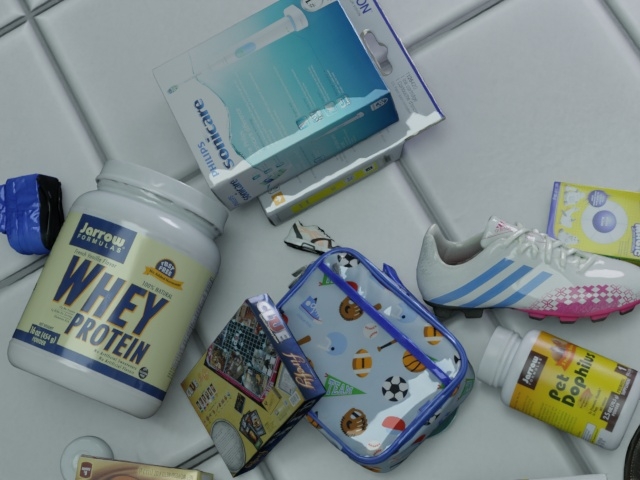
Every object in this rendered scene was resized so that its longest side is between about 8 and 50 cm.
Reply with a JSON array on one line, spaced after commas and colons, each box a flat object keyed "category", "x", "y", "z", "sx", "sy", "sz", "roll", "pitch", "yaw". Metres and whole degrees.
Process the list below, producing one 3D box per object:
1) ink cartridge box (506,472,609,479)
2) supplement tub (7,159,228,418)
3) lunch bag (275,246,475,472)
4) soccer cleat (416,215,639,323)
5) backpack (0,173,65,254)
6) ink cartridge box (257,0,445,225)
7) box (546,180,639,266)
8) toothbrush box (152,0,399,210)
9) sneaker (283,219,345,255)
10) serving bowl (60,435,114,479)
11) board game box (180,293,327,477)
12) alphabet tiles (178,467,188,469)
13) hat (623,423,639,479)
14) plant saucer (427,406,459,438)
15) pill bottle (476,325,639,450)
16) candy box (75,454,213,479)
[{"category": "ink cartridge box", "x": 0.281, "y": 0.368, "z": 1.656, "sx": 0.212, "sy": 0.154, "sz": 0.093, "roll": -7, "pitch": 74, "yaw": 7}, {"category": "supplement tub", "x": -0.286, "y": 0.071, "z": 1.792, "sx": 0.235, "sy": 0.235, "sz": 0.325, "roll": 19, "pitch": 79, "yaw": 14}, {"category": "lunch bag", "x": 0.057, "y": 0.159, "z": 1.758, "sx": 0.243, "sy": 0.115, "sz": 0.303, "roll": -46, "pitch": 65, "yaw": -2}, {"category": "soccer cleat", "x": 0.298, "y": 0.035, "z": 1.743, "sx": 0.331, "sy": 0.116, "sz": 0.143, "roll": -1, "pitch": 112, "yaw": 10}, {"category": "backpack", "x": -0.451, "y": -0.035, "z": 1.926, "sx": 0.101, "sy": 0.098, "sz": 0.120, "roll": -10, "pitch": 86, "yaw": 16}, {"category": "ink cartridge box", "x": -0.008, "y": -0.225, "z": 1.918, "sx": 0.307, "sy": 0.072, "sz": 0.304, "roll": -27, "pitch": 71, "yaw": 0}, {"category": "box", "x": 0.422, "y": -0.021, "z": 1.799, "sx": 0.179, "sy": 0.043, "sz": 0.105, "roll": 8, "pitch": 77, "yaw": 10}, {"category": "toothbrush box", "x": -0.065, "y": -0.214, "z": 1.824, "sx": 0.295, "sy": 0.126, "sz": 0.216, "roll": -29, "pitch": 72, "yaw": 1}, {"category": "sneaker", "x": 0.000, "y": 0.000, "z": 1.866, "sx": 0.109, "sy": 0.040, "sz": 0.044, "roll": 18, "pitch": 76, "yaw": 14}, {"category": "serving bowl", "x": -0.351, "y": 0.331, "z": 1.841, "sx": 0.083, "sy": 0.027, "sz": 0.083, "roll": -2, "pitch": 75, "yaw": 9}, {"category": "board game box", "x": -0.099, "y": 0.207, "z": 1.738, "sx": 0.042, "sy": 0.243, "sz": 0.165, "roll": -17, "pitch": 67, "yaw": -40}, {"category": "alphabet tiles", "x": -0.239, "y": 0.478, "z": 1.785, "sx": 0.278, "sy": 0.021, "sz": 0.284, "roll": -9, "pitch": 73, "yaw": 7}, {"category": "hat", "x": 0.574, "y": 0.307, "z": 1.633, "sx": 0.331, "sy": 0.134, "sz": 0.331, "roll": -2, "pitch": 75, "yaw": 10}, {"category": "plant saucer", "x": 0.142, "y": 0.230, "z": 1.787, "sx": 0.119, "sy": 0.021, "sz": 0.119, "roll": -3, "pitch": 74, "yaw": 9}, {"category": "pill bottle", "x": 0.330, "y": 0.197, "z": 1.713, "sx": 0.215, "sy": 0.117, "sz": 0.117, "roll": 22, "pitch": 80, "yaw": 15}, {"category": "candy box", "x": -0.267, "y": 0.472, "z": 1.734, "sx": 0.183, "sy": 0.087, "sz": 0.316, "roll": 4, "pitch": 76, "yaw": 13}]
